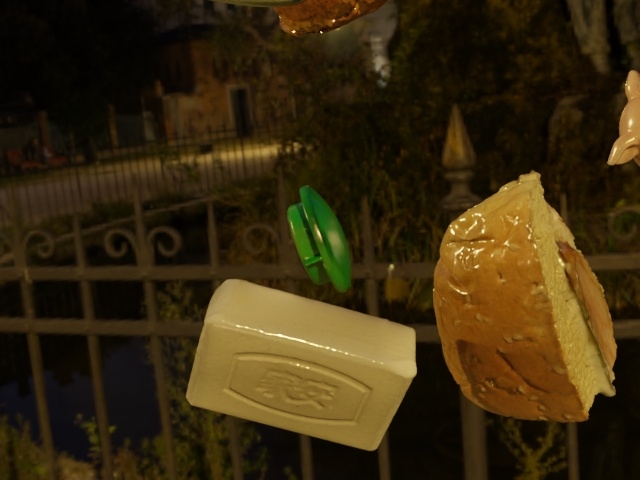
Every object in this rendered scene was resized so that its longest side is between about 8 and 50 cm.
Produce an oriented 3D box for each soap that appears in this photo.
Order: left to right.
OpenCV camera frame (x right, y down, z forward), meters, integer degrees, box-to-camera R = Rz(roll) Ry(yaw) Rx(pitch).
[{"bbox_3d":[-0.018,0.111,0.726,0.183,0.121,0.064,15,38,-4],"label":"soap"}]

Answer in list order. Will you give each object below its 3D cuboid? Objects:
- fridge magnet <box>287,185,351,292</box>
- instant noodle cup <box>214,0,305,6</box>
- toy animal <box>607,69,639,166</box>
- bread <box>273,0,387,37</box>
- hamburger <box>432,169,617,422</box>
[{"bbox_3d":[0.000,0.000,1.488,0.088,0.208,0.208,-20,9,6],"label":"fridge magnet"},{"bbox_3d":[-0.091,-0.352,0.795,0.264,0.200,0.264,8,3,0],"label":"instant noodle cup"},{"bbox_3d":[0.621,-0.174,1.415,0.250,0.166,0.154,25,-33,-23],"label":"toy animal"},{"bbox_3d":[0.035,-0.481,1.186,0.204,0.358,0.337,35,-14,-38],"label":"bread"},{"bbox_3d":[0.161,0.057,0.711,0.155,0.207,0.135,-7,42,27],"label":"hamburger"}]
